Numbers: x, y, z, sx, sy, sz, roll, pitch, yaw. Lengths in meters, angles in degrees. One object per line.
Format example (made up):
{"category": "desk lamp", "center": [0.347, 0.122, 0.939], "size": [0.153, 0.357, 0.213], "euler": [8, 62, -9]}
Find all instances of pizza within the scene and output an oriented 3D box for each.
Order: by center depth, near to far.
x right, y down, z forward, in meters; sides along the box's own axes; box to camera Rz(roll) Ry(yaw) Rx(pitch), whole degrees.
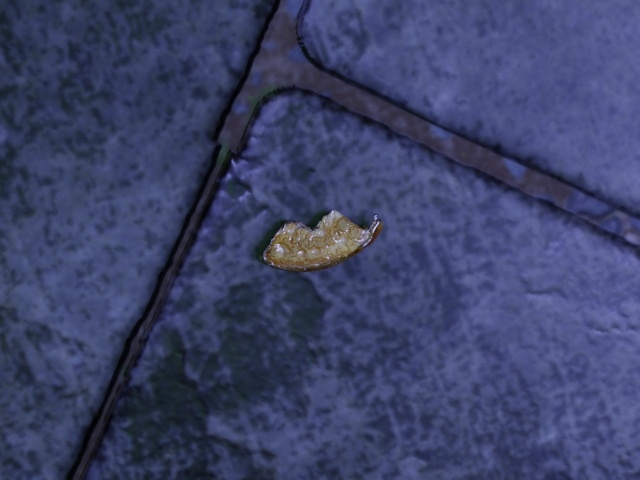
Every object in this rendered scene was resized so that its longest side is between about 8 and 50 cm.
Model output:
{"category": "pizza", "center": [0.000, 0.000, 0.663], "size": [0.083, 0.016, 0.037], "euler": [-16, 97, 5]}
